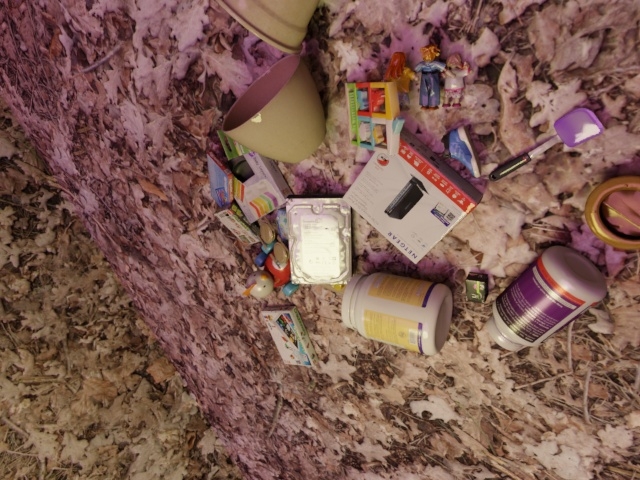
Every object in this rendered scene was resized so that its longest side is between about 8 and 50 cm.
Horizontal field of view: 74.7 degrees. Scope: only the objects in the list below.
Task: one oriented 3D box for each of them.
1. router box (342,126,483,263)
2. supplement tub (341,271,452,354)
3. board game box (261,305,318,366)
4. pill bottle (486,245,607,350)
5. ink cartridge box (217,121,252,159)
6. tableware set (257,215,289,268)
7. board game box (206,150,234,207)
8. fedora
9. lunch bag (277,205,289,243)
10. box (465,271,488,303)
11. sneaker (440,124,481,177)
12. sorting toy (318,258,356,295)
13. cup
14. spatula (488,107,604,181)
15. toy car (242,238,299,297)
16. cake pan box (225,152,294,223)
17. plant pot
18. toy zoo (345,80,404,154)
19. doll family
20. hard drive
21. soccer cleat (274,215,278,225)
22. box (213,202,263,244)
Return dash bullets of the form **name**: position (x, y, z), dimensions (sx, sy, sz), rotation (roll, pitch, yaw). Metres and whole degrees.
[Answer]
- **router box**: position (0.280, -0.138, 1.331), dimensions (0.335, 0.082, 0.301), rotation (42, 131, 8)
- **supplement tub**: position (0.264, 0.241, 1.452), dimensions (0.330, 0.241, 0.241), rotation (9, 120, 31)
- **board game box**: position (-0.145, 0.452, 1.983), dimensions (0.192, 0.053, 0.306), rotation (-8, 111, 38)
- **pill bottle**: position (0.627, 0.179, 1.204), dimensions (0.181, 0.181, 0.323), rotation (38, 131, 11)
- **ink cartridge box**: position (-0.254, -0.371, 1.485), dimensions (0.062, 0.209, 0.109), rotation (-3, 114, 39)
- **tableware set**: position (-0.177, 0.006, 1.659), dimensions (0.194, 0.039, 0.128), rotation (53, 139, 24)
- **board game box**: position (-0.408, -0.224, 1.724), dimensions (0.145, 0.027, 0.281), rotation (48, 153, 18)
- **fedora**: position (0.763, -0.074, 1.033), dimensions (0.194, 0.079, 0.195), rotation (18, 121, 32)
- **lunch bag**: position (-0.095, -0.050, 1.634), dimensions (0.128, 0.096, 0.152), rotation (15, 113, 28)
- **box**: position (0.507, 0.153, 1.359), dimensions (0.062, 0.052, 0.084), rotation (6, 119, 32)
- **sneaker**: position (0.399, -0.242, 1.203), dimensions (0.084, 0.058, 0.152), rotation (-20, 98, 35)
- **sorting toy**: position (0.049, 0.133, 1.670), dimensions (0.347, 0.047, 0.196), rotation (19, 125, 25)
- **cup**: position (-0.115, -0.388, 1.344), dimensions (0.330, 0.331, 0.237), rotation (-17, 133, 40)
- **spatula**: position (0.573, -0.237, 1.105), dimensions (0.296, 0.030, 0.084), rotation (-34, 92, 42)
- **toy car**: position (-0.220, 0.152, 1.723), dimensions (0.219, 0.238, 0.210), rotation (45, 139, 9)
- **cake pan box**: position (-0.259, -0.230, 1.666), dimensions (0.245, 0.070, 0.267), rotation (-24, 99, 39)
- **plant pot**: position (-0.097, -0.742, 1.125), dimensions (0.334, 0.334, 0.305), rotation (47, 120, 3)
- **toy zoo**: position (0.155, -0.358, 1.215), dimensions (0.293, 0.030, 0.193), rotation (-143, 42, -60)
- **doll family**: position (0.269, -0.440, 1.141), dimensions (0.262, 0.118, 0.163), rotation (9, 120, 31)
- **hard drive**: position (0.000, 0.000, 1.541), dimensions (0.236, 0.064, 0.340), rotation (1, 110, 7)
- **soccer cleat**: position (-0.169, -0.093, 1.707), dimensions (0.035, 0.029, 0.083), rotation (23, 131, 18)
- **box**: position (-0.342, -0.066, 1.784), dimensions (0.114, 0.036, 0.207), rotation (-14, 130, 39)
